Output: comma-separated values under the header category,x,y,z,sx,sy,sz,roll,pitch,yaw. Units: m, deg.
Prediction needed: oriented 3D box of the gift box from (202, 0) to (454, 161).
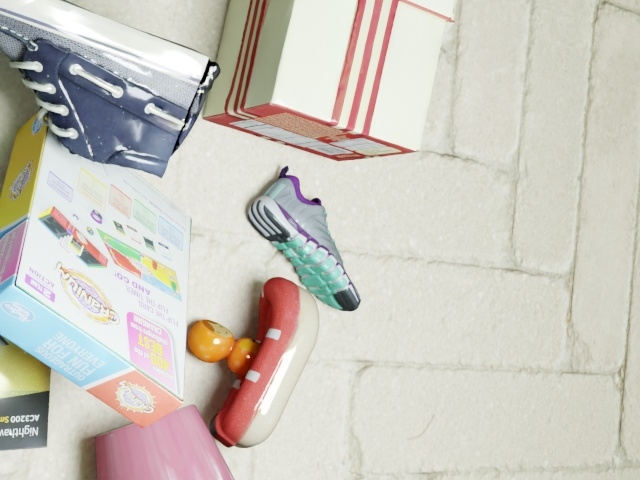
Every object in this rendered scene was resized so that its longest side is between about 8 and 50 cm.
category,x,y,z,sx,sy,sz,roll,pitch,yaw
gift box,0.021,-0.254,1.530,0.276,0.255,0.258,15,84,-32

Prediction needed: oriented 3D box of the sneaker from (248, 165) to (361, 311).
category,x,y,z,sx,sy,sz,roll,pitch,yaw
sneaker,0.000,0.000,1.625,0.224,0.083,0.098,50,57,-27

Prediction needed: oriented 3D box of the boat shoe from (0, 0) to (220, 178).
category,x,y,z,sx,sy,sz,roll,pitch,yaw
boat shoe,-0.286,-0.180,1.266,0.340,0.127,0.158,18,98,-22

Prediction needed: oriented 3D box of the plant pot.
category,x,y,z,sx,sy,sz,roll,pitch,yaw
plant pot,-0.189,0.304,1.419,0.201,0.201,0.180,-14,84,-38

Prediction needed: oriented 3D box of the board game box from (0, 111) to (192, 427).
category,x,y,z,sx,sy,sz,roll,pitch,yaw
board game box,-0.253,0.022,1.311,0.242,0.064,0.316,42,27,-31

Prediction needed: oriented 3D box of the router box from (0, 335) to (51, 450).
category,x,y,z,sx,sy,sz,roll,pitch,yaw
router box,-0.447,0.110,1.263,0.309,0.081,0.243,3,89,-39

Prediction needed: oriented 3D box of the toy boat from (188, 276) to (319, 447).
category,x,y,z,sx,sy,sz,roll,pitch,yaw
toy boat,-0.102,0.149,1.527,0.151,0.151,0.231,28,72,-6
